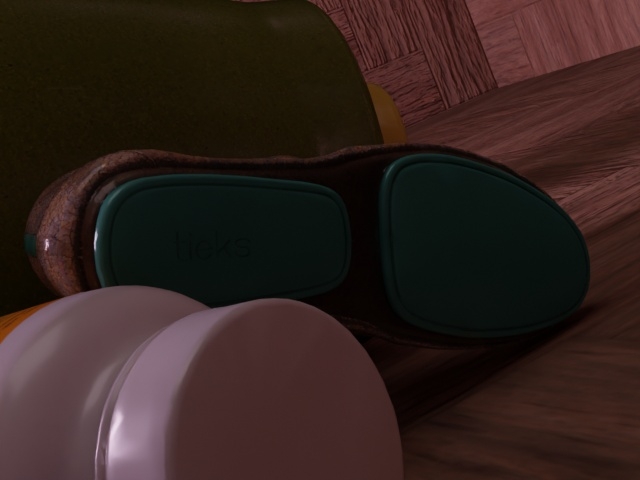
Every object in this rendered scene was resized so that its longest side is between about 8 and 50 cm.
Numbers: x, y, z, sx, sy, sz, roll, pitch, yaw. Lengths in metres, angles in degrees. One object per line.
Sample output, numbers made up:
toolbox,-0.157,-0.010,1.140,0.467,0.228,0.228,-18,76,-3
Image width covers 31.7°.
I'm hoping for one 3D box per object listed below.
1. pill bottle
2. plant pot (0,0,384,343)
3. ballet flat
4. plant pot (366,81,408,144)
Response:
pill bottle,-0.095,0.092,0.418,0.246,0.136,0.136,-16,9,41
plant pot,-0.153,-0.011,0.719,0.353,0.366,0.366,-11,4,-17
ballet flat,0.000,0.000,0.569,0.316,0.107,0.106,7,-5,-37
plant pot,-0.046,-0.078,1.201,0.239,0.253,0.254,-9,2,-22
